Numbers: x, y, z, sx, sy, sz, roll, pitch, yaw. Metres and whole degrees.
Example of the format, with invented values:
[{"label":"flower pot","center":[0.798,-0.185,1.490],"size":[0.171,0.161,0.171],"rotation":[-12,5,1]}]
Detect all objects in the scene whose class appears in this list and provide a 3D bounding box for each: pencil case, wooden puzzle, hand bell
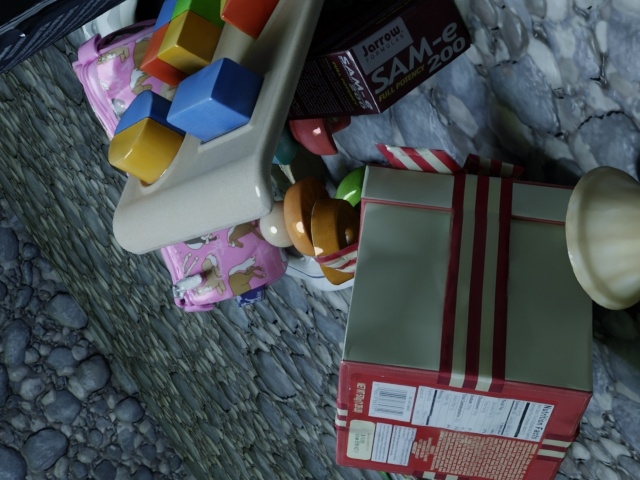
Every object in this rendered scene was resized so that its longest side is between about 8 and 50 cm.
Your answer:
[{"label":"pencil case","center":[-0.177,-0.098,1.401],"size":[0.167,0.160,0.386],"rotation":[-80,-30,-72]},{"label":"wooden puzzle","center":[-0.117,-0.176,1.125],"size":[0.080,0.348,0.322],"rotation":[23,160,-30]},{"label":"hand bell","center":[0.328,-0.013,0.854],"size":[0.242,0.126,0.126],"rotation":[-8,117,51]}]

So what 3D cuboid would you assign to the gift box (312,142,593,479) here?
[{"label":"gift box","center":[0.121,0.067,1.063],"size":[0.276,0.258,0.255],"rotation":[11,144,1]}]

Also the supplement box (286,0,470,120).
[{"label":"supplement box","center":[0.026,-0.186,1.111],"size":[0.239,0.130,0.073],"rotation":[6,130,60]}]

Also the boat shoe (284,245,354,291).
[{"label":"boat shoe","center":[0.000,0.000,1.470],"size":[0.088,0.096,0.267],"rotation":[56,165,-19]}]

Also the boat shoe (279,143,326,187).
[{"label":"boat shoe","center":[-0.035,-0.113,1.432],"size":[0.135,0.050,0.045],"rotation":[67,158,-5]}]

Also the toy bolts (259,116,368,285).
[{"label":"toy bolts","center":[-0.038,-0.058,1.280],"size":[0.158,0.218,0.229],"rotation":[-11,114,22]}]

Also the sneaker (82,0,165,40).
[{"label":"sneaker","center":[-0.262,-0.385,1.418],"size":[0.146,0.122,0.331],"rotation":[9,133,34]}]

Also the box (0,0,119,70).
[{"label":"box","center":[-0.207,-0.424,0.786],"size":[0.480,0.471,0.297],"rotation":[59,157,-12]}]

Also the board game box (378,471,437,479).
[{"label":"board game box","center":[0.126,0.368,1.814],"size":[0.259,0.030,0.136],"rotation":[38,154,31]}]
